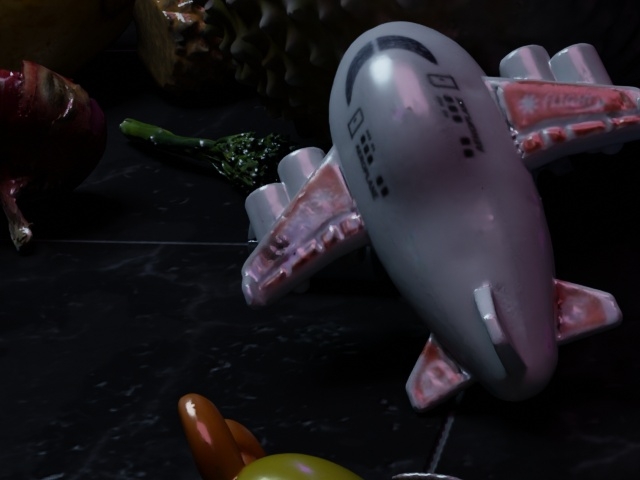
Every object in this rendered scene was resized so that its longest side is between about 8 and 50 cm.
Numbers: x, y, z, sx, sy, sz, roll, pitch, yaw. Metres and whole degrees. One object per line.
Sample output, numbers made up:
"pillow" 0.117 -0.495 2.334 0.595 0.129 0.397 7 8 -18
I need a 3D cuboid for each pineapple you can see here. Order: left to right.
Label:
"pineapple" -0.034 -0.217 1.473 0.277 0.119 0.130 -15 31 -23

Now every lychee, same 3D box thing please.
"lychee" 0.098 -0.213 1.128 0.432 0.380 0.380 -16 13 37

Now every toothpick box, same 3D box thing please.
"toothpick box" 0.000 0.000 1.035 0.083 0.052 0.052 3 24 18

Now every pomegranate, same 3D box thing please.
"pomegranate" -0.299 -0.259 1.466 0.307 0.307 0.307 -5 23 2

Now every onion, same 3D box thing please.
"onion" -0.232 -0.052 1.162 0.150 0.150 0.140 -5 63 2

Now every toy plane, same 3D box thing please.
"toy plane" 0.072 -0.021 0.896 0.252 0.118 0.252 -8 63 16

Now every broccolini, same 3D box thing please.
"broccolini" -0.093 -0.069 1.249 0.054 0.051 0.239 32 -11 -38

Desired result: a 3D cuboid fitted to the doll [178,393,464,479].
"doll" 0.012 0.137 0.613 0.135 0.143 0.221 -44 30 -1
